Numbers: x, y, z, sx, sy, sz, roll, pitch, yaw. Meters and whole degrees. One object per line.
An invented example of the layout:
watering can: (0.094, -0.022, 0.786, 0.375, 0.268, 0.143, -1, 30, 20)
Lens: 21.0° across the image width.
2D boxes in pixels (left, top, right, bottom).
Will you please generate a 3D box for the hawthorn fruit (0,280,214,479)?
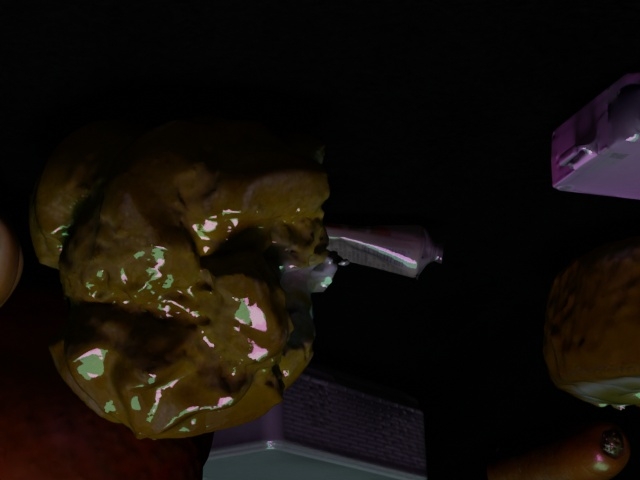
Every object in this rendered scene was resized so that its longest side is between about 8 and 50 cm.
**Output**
hawthorn fruit: (-0.261, 0.146, 1.278, 0.368, 0.285, 0.285, 22, 162, 1)

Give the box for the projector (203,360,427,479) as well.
projector: (-0.045, 0.175, 1.586, 0.192, 0.099, 0.256, -15, 158, 32)

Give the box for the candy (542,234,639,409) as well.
candy: (0.283, 0.069, 1.208, 0.259, 0.118, 0.260, 3, 164, 1)

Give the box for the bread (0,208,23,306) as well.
bread: (-0.288, 0.021, 1.099, 0.213, 0.105, 0.213, -2, 162, -1)

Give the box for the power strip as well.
power strip: (0.265, -0.046, 0.964, 0.278, 0.038, 0.109, 6, 162, -16)

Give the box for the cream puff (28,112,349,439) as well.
cream puff: (-0.082, 0.028, 0.993, 0.194, 0.195, 0.221, -1, 160, 5)

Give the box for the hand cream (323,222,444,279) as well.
hand cream: (0.000, 0.000, 1.151, 0.165, 0.037, 0.057, 7, 164, 4)

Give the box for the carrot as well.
carrot: (0.257, 0.233, 1.833, 0.067, 0.067, 0.225, 8, 163, -23)
